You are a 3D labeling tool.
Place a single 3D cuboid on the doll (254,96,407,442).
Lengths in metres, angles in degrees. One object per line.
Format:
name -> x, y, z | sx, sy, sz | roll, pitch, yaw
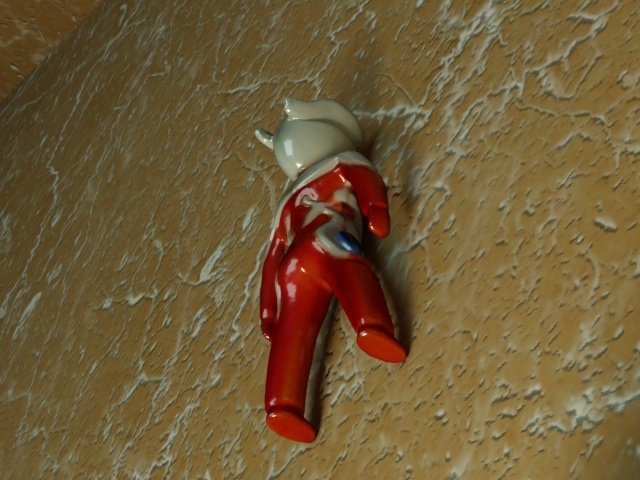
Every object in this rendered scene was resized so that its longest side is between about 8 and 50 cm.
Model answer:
doll -> 0.000, 0.000, 1.396 | 0.188, 0.099, 0.384 | -43, 35, 32
